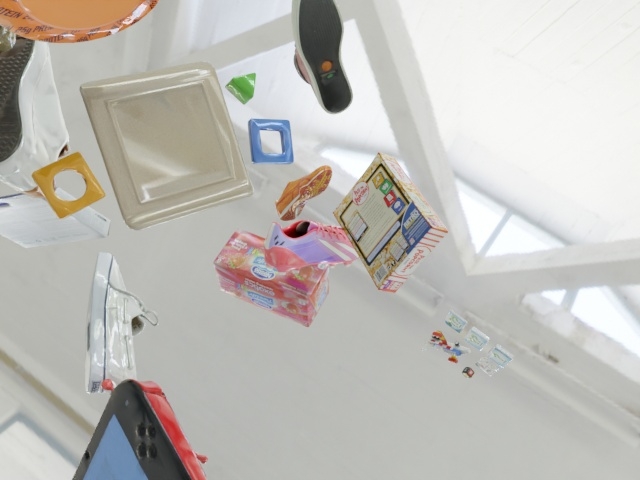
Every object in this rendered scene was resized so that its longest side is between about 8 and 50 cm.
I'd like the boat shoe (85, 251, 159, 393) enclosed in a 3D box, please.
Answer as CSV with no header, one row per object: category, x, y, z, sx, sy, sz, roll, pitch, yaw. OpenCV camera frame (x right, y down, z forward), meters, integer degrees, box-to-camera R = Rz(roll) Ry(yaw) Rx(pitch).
boat shoe,-0.462,0.186,1.556,0.156,0.367,0.136,7,-45,-24

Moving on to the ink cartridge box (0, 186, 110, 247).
ink cartridge box,-0.578,-0.054,1.322,0.223,0.045,0.224,-6,-23,19

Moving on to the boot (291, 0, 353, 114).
boot,-0.020,-0.368,1.193,0.176,0.088,0.244,-119,-169,-46

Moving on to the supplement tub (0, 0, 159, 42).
supplement tub,-0.270,-0.372,0.614,0.207,0.207,0.338,-31,-106,40

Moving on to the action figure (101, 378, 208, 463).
action figure,-0.341,0.387,1.361,0.280,0.091,0.139,49,-25,-13

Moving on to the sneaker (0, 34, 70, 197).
sneaker,-0.417,-0.183,0.936,0.105,0.290,0.123,-15,-31,8

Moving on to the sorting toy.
sorting toy,-0.200,-0.125,0.866,0.047,0.347,0.196,-17,-87,60

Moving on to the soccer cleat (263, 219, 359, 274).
soccer cleat,0.000,0.000,1.227,0.083,0.248,0.095,27,-63,43

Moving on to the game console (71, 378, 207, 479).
game console,-0.284,0.444,1.006,0.342,0.060,0.387,49,-60,40

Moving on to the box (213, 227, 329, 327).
box,-0.115,0.089,1.603,0.256,0.123,0.128,21,-34,16

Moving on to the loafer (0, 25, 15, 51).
loafer,-0.411,-0.299,0.834,0.056,0.148,0.050,-6,-24,-3

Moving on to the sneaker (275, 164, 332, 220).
sneaker,-0.043,-0.110,1.403,0.175,0.064,0.067,-39,-117,34

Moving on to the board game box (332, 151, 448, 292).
board game box,0.112,-0.032,1.123,0.147,0.045,0.194,-52,-134,27

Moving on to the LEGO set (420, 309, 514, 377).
LEGO set,0.355,0.280,1.642,0.182,0.060,0.244,37,-23,13
